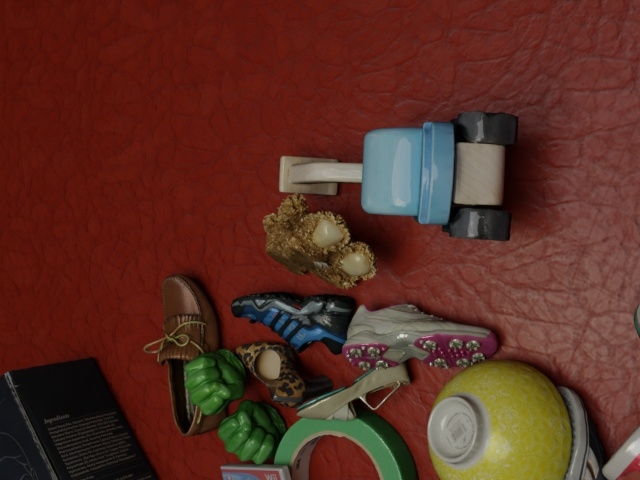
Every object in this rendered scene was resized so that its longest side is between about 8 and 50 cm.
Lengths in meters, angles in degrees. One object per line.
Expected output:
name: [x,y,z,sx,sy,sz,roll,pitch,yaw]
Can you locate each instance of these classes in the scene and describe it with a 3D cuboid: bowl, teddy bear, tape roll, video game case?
bowl: [0.287,0.350,1.445,0.289,0.156,0.290,-25,57,45]
teddy bear: [0.000,0.000,1.649,0.245,0.338,0.113,35,74,-5]
tape roll: [0.049,0.517,1.697,0.321,0.077,0.321,1,91,32]
video game case: [-0.115,0.632,1.750,0.204,0.025,0.285,-13,91,42]

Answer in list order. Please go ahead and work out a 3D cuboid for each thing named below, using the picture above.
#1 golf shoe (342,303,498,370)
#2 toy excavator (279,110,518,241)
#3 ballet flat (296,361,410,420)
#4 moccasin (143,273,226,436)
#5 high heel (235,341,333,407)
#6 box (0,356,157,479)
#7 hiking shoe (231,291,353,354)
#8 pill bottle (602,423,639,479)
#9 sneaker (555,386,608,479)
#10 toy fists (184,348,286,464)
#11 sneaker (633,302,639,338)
golf shoe: [0.196,0.178,1.586,0.306,0.115,0.140,-2,48,13]
toy excavator: [0.125,-0.132,1.543,0.445,0.433,0.222,5,93,3]
ballet flat: [0.073,0.321,1.628,0.248,0.086,0.086,-29,73,-3]
moccasin: [-0.322,0.268,1.881,0.139,0.147,0.380,-6,87,31]
high heel: [-0.122,0.284,1.735,0.261,0.186,0.093,19,100,30]
box: [-0.711,0.636,2.032,0.480,0.297,0.472,-43,71,25]
hiking shoe: [-0.073,0.182,1.748,0.304,0.113,0.132,1,90,31]
pill bottle: [0.635,0.421,1.281,0.318,0.176,0.176,41,110,24]
sneaker: [0.457,0.431,1.430,0.126,0.127,0.321,-28,49,53]
toy fists: [-0.191,0.368,1.771,0.096,0.142,0.279,-40,84,34]
sneaker: [0.635,0.222,1.317,0.108,0.121,0.302,-33,67,3]
